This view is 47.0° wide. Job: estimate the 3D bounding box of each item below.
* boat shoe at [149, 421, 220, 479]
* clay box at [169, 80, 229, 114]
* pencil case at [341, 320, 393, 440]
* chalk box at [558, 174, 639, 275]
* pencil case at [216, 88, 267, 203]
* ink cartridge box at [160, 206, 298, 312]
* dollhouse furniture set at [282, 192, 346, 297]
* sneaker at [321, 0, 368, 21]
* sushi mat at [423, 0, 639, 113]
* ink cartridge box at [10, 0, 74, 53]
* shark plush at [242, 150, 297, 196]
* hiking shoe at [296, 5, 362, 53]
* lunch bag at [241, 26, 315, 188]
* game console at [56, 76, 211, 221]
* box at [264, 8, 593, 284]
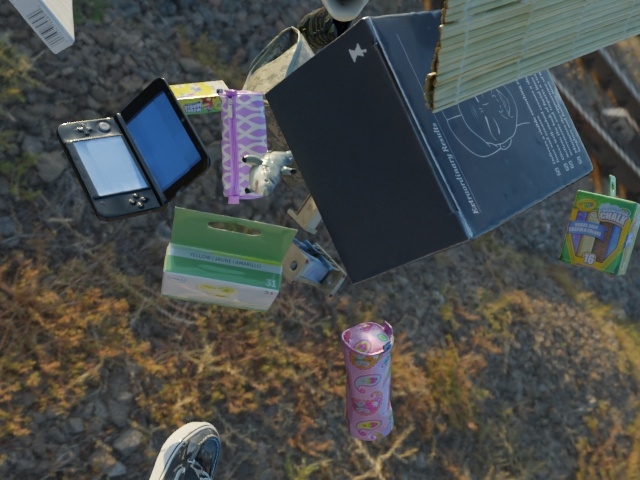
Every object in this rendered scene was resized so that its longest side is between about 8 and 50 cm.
[{"bbox_3d":[-0.192,0.369,1.039,0.301,0.102,0.108,-55,131,-60],"label":"boat shoe"},{"bbox_3d":[-0.368,-0.398,2.067,0.127,0.222,0.053,-124,-152,-54],"label":"clay box"},{"bbox_3d":[0.111,0.316,1.657,0.124,0.124,0.284,-57,151,-54],"label":"pencil case"},{"bbox_3d":[0.643,-0.039,1.658,0.132,0.132,0.213,1,105,-58],"label":"chalk box"},{"bbox_3d":[-0.141,-0.174,1.333,0.088,0.086,0.206,-38,125,-74],"label":"pencil case"},{"bbox_3d":[-0.138,0.036,1.059,0.171,0.235,0.056,10,68,-10],"label":"ink cartridge box"},{"bbox_3d":[0.000,0.000,1.527,0.129,0.183,0.129,23,17,-44],"label":"dollhouse furniture set"},{"bbox_3d":[0.073,-0.476,1.106,0.126,0.321,0.127,2,55,-12],"label":"sneaker"},{"bbox_3d":[0.207,-0.205,0.561,0.317,0.151,0.019,-23,52,-26],"label":"sushi mat"},{"bbox_3d":[-0.484,-0.443,1.188,0.223,0.045,0.224,56,9,-42],"label":"ink cartridge box"},{"bbox_3d":[-0.073,-0.121,1.290,0.161,0.067,0.073,-30,133,-51],"label":"shark plush"},{"bbox_3d":[0.011,-0.529,1.843,0.086,0.227,0.114,25,37,-32],"label":"hiking shoe"},{"bbox_3d":[-0.050,-0.307,1.658,0.235,0.169,0.287,46,45,-34],"label":"lunch bag"},{"bbox_3d":[-0.447,-0.223,1.746,0.250,0.173,0.293,-16,65,-38],"label":"game console"},{"bbox_3d":[0.171,-0.152,1.054,0.395,0.212,0.293,-23,88,-46],"label":"box"}]
